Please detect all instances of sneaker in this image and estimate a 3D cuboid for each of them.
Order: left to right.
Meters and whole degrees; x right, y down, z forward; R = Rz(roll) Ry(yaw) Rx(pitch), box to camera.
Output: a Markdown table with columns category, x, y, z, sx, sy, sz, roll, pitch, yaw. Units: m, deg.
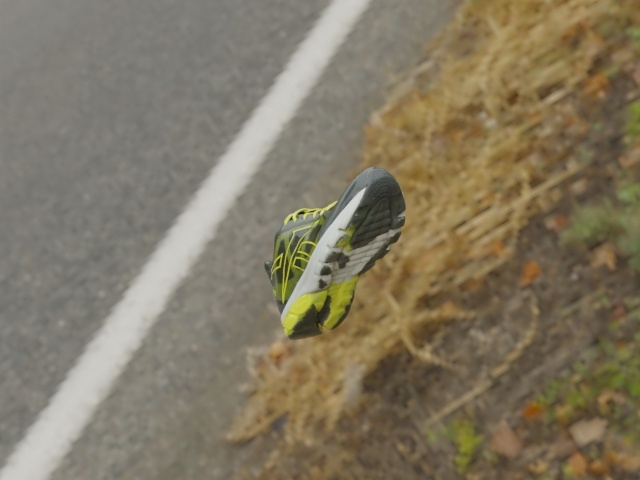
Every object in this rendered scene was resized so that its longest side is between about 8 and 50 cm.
| category | x | y | z | sx | sy | sz | roll | pitch | yaw |
| --- | --- | --- | --- | --- | --- | --- | --- | --- | --- |
| sneaker | 0.000 | 0.000 | 0.572 | 0.031 | 0.035 | 0.083 | -12 | -33 | -37 |
